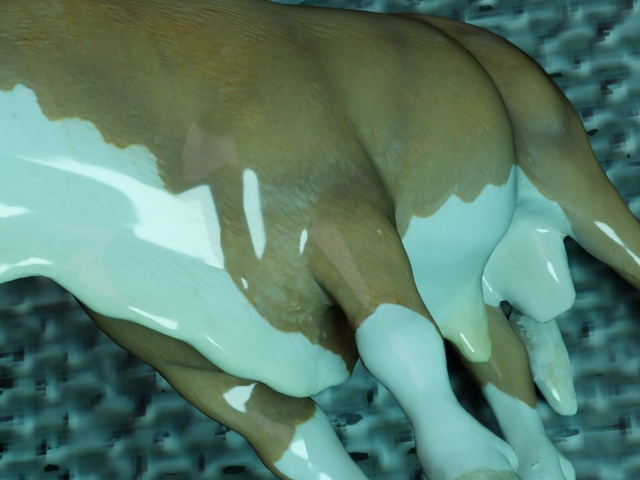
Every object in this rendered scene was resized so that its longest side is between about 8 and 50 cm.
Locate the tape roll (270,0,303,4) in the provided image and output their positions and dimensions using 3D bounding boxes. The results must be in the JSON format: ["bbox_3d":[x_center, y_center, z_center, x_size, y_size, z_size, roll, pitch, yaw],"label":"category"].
[{"bbox_3d":[-0.015,-0.175,0.619,0.219,0.219,0.072,-44,68,-10],"label":"tape roll"}]

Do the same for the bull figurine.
[{"bbox_3d":[0.000,0.000,0.519,0.101,0.310,0.188,-44,73,32],"label":"bull figurine"}]
